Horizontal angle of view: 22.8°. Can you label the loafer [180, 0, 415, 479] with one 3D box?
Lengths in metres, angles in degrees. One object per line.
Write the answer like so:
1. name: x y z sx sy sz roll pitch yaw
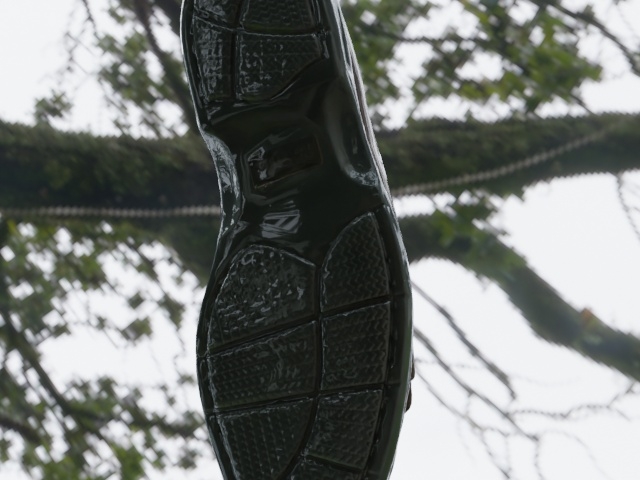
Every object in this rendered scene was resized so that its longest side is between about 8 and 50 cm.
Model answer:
1. loafer: 0.000 0.000 0.686 0.096 0.268 0.084 -12 -16 20
